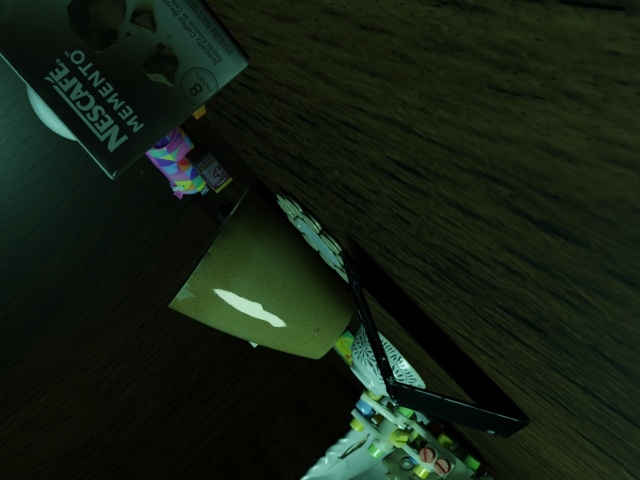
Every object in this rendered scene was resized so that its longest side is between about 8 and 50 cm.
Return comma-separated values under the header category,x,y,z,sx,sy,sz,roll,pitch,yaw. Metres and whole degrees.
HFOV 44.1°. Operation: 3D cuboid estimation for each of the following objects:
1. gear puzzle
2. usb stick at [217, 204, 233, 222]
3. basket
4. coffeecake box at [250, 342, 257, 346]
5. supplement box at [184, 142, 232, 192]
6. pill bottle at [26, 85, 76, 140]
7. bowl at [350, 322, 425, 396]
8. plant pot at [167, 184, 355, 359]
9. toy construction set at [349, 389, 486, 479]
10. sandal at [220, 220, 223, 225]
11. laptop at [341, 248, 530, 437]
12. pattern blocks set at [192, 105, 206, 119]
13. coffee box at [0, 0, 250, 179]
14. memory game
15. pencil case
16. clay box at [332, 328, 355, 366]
category,x,y,z,sx,sy,sz,roll,pitch,yaw
gear puzzle,0.225,0.473,1.637,0.339,0.175,0.044,44,154,29
usb stick,-0.194,-0.033,1.952,0.077,0.045,0.278,53,171,-24
basket,0.188,0.575,1.792,0.331,0.328,0.266,44,174,26
coffeecake box,-0.103,0.084,1.482,0.142,0.185,0.068,49,173,-5
supplement box,-0.219,-0.142,1.545,0.055,0.043,0.083,40,170,49
pill bottle,-0.396,-0.265,1.336,0.188,0.188,0.334,51,175,-21
bowl,0.108,0.235,1.458,0.170,0.080,0.170,47,172,9
plant pot,-0.079,0.079,1.297,0.254,0.237,0.237,35,174,-8
toy construction set,0.205,0.424,1.513,0.327,0.151,0.215,54,-170,28
sandal,-0.160,0.090,2.140,0.446,0.107,0.167,44,171,30
laptop,0.139,0.141,1.016,0.234,0.137,0.264,72,178,-71
pattern blocks set,-0.243,-0.279,1.047,0.325,0.026,0.285,40,169,50
coffee box,-0.226,-0.220,0.718,0.297,0.168,0.119,51,172,-16
memory game,0.000,0.000,1.139,0.186,0.012,0.186,48,173,8
pencil case,-0.307,-0.177,1.664,0.104,0.104,0.236,45,171,24
clay box,0.081,0.282,1.951,0.222,0.053,0.127,51,172,-31
